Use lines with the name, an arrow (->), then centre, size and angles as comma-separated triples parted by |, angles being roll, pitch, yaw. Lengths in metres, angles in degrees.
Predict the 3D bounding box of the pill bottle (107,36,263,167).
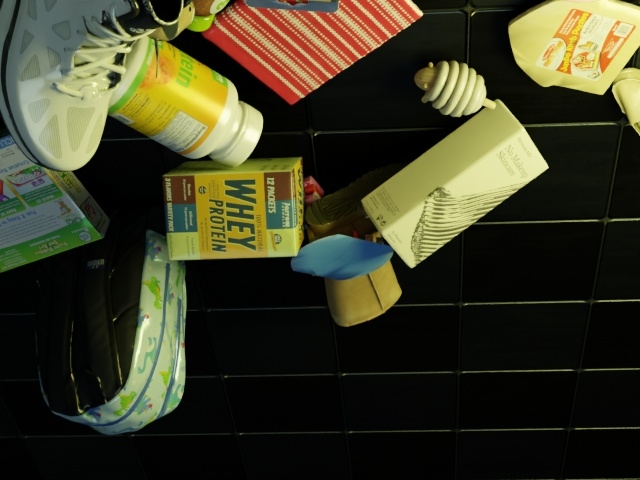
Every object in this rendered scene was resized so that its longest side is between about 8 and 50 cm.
pill bottle -> -0.212, -0.208, 1.870 | 0.245, 0.136, 0.136 | 29, 135, -31

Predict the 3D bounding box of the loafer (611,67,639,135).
loafer -> 0.492, -0.210, 1.910 | 0.056, 0.050, 0.148 | -23, 136, 28

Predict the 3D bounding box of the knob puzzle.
knob puzzle -> 0.365, -0.300, 1.815 | 0.213, 0.030, 0.213 | 1, 143, 1

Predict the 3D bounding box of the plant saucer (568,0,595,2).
plant saucer -> 0.389, -0.436, 1.510 | 0.332, 0.084, 0.332 | -23, 154, -12

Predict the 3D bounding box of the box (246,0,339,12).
box -> -0.038, -0.396, 1.674 | 0.136, 0.037, 0.225 | 4, 137, 3

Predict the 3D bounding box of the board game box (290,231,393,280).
board game box -> 0.032, 0.016, 2.025 | 0.168, 0.033, 0.133 | 13, 146, -35

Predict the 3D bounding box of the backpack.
backpack -> -0.364, 0.158, 2.175 | 0.290, 0.356, 0.273 | -15, 140, 20

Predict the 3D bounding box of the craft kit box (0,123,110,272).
craft kit box -> -0.526, -0.070, 2.093 | 0.249, 0.061, 0.247 | -17, 125, 23

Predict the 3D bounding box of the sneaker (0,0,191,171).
sneaker -> -0.295, -0.259, 1.590 | 0.169, 0.257, 0.448 | -19, 127, -38

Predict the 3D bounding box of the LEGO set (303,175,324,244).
LEGO set -> 0.000, 0.000, 2.167 | 0.087, 0.093, 0.227 | -17, 139, 23

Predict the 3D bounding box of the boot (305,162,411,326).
boot -> 0.101, 0.008, 2.132 | 0.236, 0.089, 0.270 | -20, 136, -1

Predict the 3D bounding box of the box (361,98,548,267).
box -> 0.211, -0.088, 1.960 | 0.275, 0.094, 0.113 | -37, 132, 8

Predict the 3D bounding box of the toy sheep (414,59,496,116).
toy sheep -> 0.204, -0.227, 1.873 | 0.132, 0.091, 0.091 | 17, 140, -10

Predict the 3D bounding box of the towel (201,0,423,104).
towel -> -0.016, -0.320, 1.805 | 0.274, 0.031, 0.199 | -30, 131, 32

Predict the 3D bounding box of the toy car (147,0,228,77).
toy car -> -0.195, -0.316, 1.685 | 0.148, 0.188, 0.155 | 14, 141, -15

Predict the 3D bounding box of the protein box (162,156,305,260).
protein box -> -0.133, -0.053, 1.988 | 0.201, 0.200, 0.136 | -2, 100, 4
